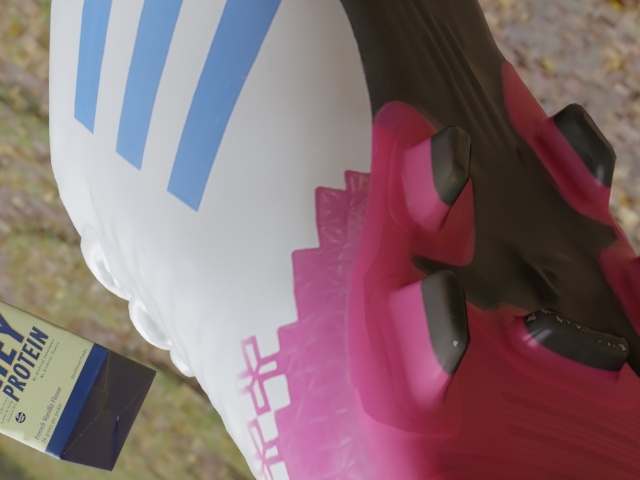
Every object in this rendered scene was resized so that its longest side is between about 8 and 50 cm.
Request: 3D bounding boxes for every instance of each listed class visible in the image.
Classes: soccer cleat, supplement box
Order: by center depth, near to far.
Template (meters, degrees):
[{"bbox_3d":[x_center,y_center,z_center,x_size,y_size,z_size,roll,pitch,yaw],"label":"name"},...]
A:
[{"bbox_3d":[0.000,0.000,0.467,0.116,0.143,0.331,15,-134,-39],"label":"soccer cleat"},{"bbox_3d":[-0.136,0.067,0.868,0.083,0.056,0.083,22,173,15],"label":"supplement box"}]
